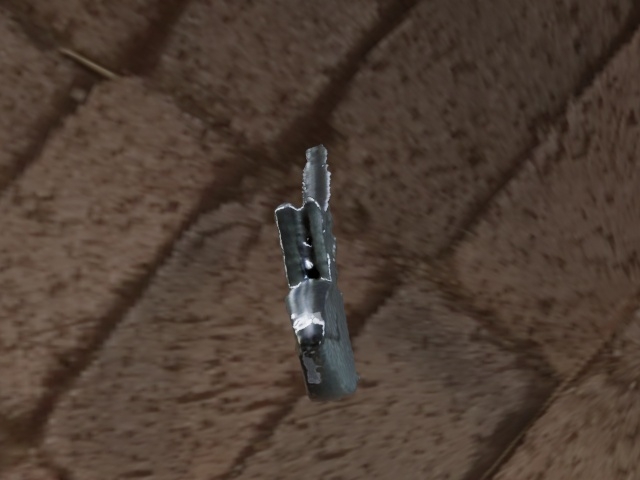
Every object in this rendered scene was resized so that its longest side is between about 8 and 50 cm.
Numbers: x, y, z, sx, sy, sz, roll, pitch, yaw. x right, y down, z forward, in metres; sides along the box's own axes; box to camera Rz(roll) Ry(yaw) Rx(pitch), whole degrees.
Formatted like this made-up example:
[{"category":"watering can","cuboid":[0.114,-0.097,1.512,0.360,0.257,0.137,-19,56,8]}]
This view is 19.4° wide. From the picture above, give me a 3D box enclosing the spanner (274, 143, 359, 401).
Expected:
[{"category":"spanner","cuboid":[0.000,0.000,0.957,0.026,0.325,0.093,-11,104,4]}]
